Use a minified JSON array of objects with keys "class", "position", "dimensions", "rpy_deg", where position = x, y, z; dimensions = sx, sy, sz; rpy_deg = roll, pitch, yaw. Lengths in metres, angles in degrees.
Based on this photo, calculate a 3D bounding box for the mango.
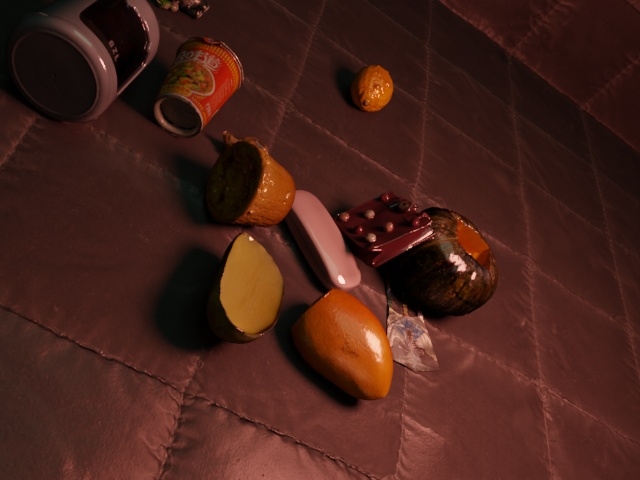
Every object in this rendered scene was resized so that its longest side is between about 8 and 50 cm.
[{"class":"mango","position":[0.068,0.237,1.511],"dimensions":[0.257,0.138,0.187],"rpy_deg":[42,51,5]}]

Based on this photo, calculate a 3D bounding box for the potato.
[{"class":"potato","position":[-0.175,0.119,1.423],"dimensions":[0.160,0.111,0.271],"rpy_deg":[42,30,-24]}]

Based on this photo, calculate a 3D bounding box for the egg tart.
[{"class":"egg tart","position":[-0.161,-0.116,1.595],"dimensions":[0.147,0.202,0.202],"rpy_deg":[25,40,-48]}]

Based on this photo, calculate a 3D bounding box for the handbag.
[{"class":"handbag","position":[0.160,-0.038,1.742],"dimensions":[0.216,0.074,0.203],"rpy_deg":[-27,37,-15]}]

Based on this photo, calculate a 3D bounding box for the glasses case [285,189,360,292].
[{"class":"glasses case","position":[0.000,0.000,1.702],"dimensions":[0.113,0.075,0.297],"rpy_deg":[-10,65,-45]}]

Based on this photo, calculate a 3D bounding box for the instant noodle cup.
[{"class":"instant noodle cup","position":[-0.315,-0.372,1.684],"dimensions":[0.193,0.193,0.212],"rpy_deg":[33,49,-14]}]

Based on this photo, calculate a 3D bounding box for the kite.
[{"class":"kite","position":[0.218,0.198,1.767],"dimensions":[0.169,0.015,0.310],"rpy_deg":[14,49,-32]}]

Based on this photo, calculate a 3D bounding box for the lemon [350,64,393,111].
[{"class":"lemon","position":[0.168,-0.496,2.225],"dimensions":[0.142,0.142,0.187],"rpy_deg":[33,45,-14]}]

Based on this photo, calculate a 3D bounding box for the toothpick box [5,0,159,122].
[{"class":"toothpick box","position":[-0.522,-0.448,1.532],"dimensions":[0.263,0.263,0.354],"rpy_deg":[35,40,-12]}]

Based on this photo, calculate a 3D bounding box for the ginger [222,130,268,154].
[{"class":"ginger","position":[-0.164,-0.194,1.746],"dimensions":[0.214,0.059,0.133],"rpy_deg":[55,33,10]}]

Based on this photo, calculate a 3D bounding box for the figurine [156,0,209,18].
[{"class":"figurine","position":[-0.405,-0.734,1.952],"dimensions":[0.192,0.147,0.126],"rpy_deg":[49,16,-25]}]

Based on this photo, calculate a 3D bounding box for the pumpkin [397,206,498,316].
[{"class":"pumpkin","position":[0.349,0.060,1.845],"dimensions":[0.320,0.192,0.320],"rpy_deg":[33,38,-30]}]
